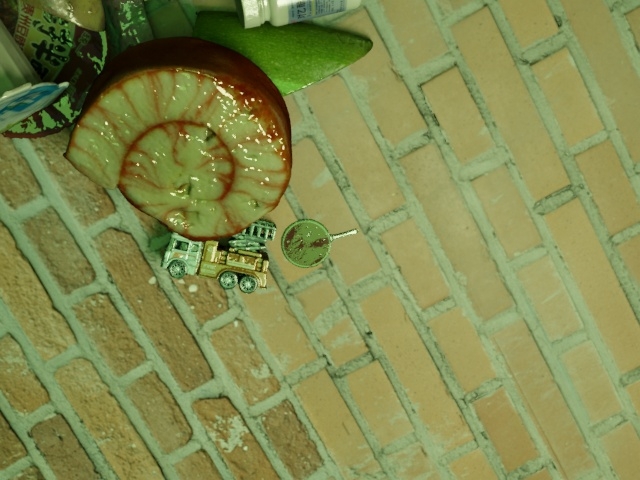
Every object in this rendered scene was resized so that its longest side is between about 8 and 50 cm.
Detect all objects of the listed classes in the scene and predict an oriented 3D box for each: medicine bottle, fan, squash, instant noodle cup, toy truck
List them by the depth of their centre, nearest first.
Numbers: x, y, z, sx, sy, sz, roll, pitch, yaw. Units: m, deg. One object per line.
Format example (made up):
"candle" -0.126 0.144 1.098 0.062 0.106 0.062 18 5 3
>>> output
"medicine bottle" -0.037 -0.387 1.708 0.187 0.103 0.102 -14 106 -9
"instant noodle cup" -0.455 -0.296 1.728 0.274 0.091 0.274 -1 105 -3
"squash" -0.074 -0.245 1.757 0.289 0.111 0.203 11 106 -8
"toy truck" -0.167 0.014 1.836 0.178 0.080 0.115 11 99 -7
"fan" 0.000 0.000 1.880 0.133 0.005 0.085 -13 105 1

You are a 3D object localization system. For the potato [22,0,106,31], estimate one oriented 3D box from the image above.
"potato" -0.383 -0.373 1.617 0.172 0.089 0.100 26 100 -7

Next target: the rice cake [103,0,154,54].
"rice cake" -0.290 -0.258 1.768 0.081 0.051 0.290 -9 105 -2

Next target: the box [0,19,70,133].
"box" -0.544 -0.236 1.595 0.291 0.262 0.206 -28 92 15

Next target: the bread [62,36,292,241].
"bread" -0.195 -0.151 1.689 0.328 0.114 0.295 37 120 -26
